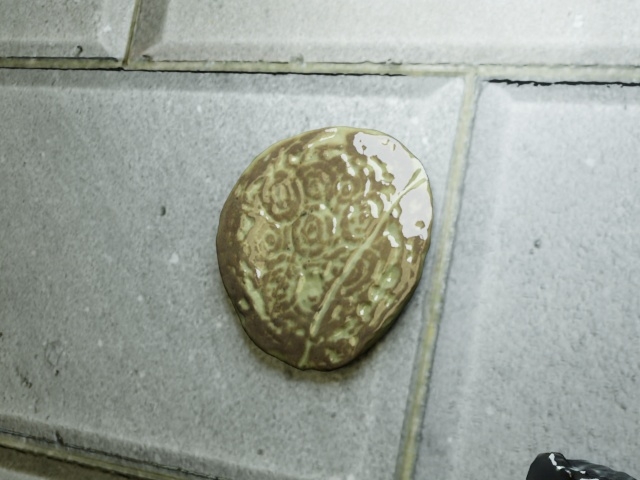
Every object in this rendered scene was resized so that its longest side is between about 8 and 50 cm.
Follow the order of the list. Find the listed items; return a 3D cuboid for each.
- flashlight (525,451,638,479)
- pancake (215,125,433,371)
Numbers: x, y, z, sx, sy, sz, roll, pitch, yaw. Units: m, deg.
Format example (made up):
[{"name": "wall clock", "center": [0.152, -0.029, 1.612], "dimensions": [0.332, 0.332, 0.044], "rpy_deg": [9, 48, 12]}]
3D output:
[{"name": "flashlight", "center": [0.166, 0.386, 1.071], "dimensions": [0.103, 0.103, 0.424], "rpy_deg": [14, 87, 33]}, {"name": "pancake", "center": [0.000, 0.000, 1.299], "dimensions": [0.250, 0.031, 0.250], "rpy_deg": [-7, 75, 29]}]
